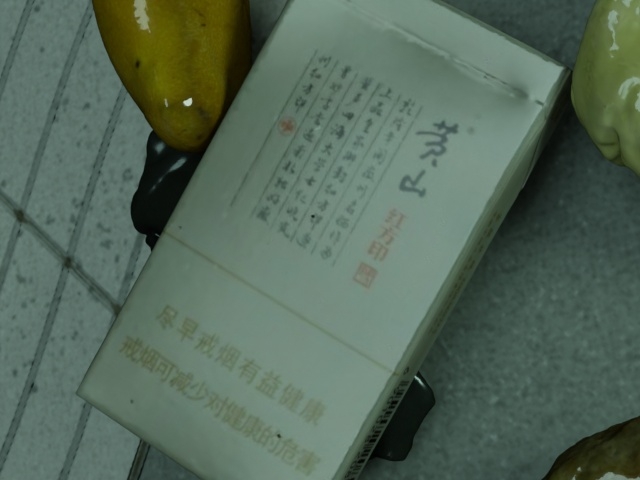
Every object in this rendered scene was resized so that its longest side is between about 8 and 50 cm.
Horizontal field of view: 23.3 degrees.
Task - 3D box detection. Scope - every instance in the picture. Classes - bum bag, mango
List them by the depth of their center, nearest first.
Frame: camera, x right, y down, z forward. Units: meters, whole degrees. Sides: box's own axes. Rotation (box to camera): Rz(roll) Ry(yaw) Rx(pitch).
[{"bbox_3d":[-0.046,0.041,1.148,0.142,0.079,0.326,-40,66,13],"label":"bum bag"},{"bbox_3d":[-0.113,-0.172,1.164,0.108,0.157,0.262,-9,58,13],"label":"mango"}]

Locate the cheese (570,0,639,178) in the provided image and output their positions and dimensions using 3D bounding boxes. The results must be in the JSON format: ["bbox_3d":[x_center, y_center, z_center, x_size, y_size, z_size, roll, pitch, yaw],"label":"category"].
[{"bbox_3d":[0.278,-0.122,0.981,0.214,0.117,0.226,34,96,23],"label":"cheese"}]

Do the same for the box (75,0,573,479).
[{"bbox_3d":[0.000,-0.001,1.068,0.204,0.051,0.365,31,95,20],"label":"box"}]

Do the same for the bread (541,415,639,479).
[{"bbox_3d":[0.228,0.216,0.952,0.230,0.123,0.230,-4,79,22],"label":"bread"}]
